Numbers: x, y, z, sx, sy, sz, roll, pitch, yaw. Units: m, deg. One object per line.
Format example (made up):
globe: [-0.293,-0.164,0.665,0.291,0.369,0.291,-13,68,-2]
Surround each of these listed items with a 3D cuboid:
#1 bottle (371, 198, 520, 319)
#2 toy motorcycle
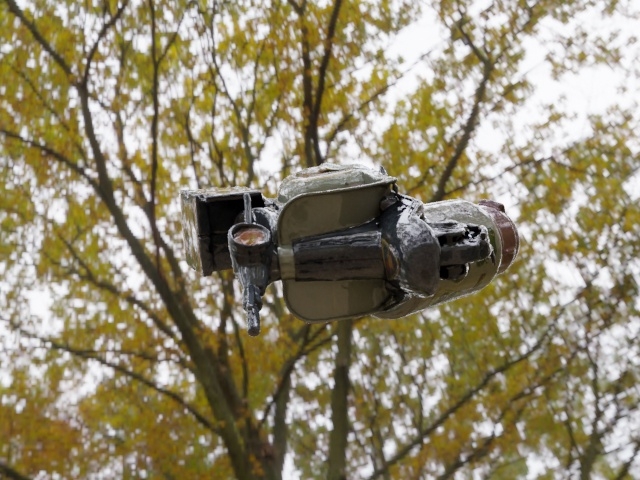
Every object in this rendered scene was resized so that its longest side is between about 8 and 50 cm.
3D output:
bottle: [0.142,0.014,1.131,0.253,0.120,0.120,-9,-40,-49]
toy motorcycle: [0.000,0.000,0.651,0.157,0.263,0.091,-9,-80,-17]
